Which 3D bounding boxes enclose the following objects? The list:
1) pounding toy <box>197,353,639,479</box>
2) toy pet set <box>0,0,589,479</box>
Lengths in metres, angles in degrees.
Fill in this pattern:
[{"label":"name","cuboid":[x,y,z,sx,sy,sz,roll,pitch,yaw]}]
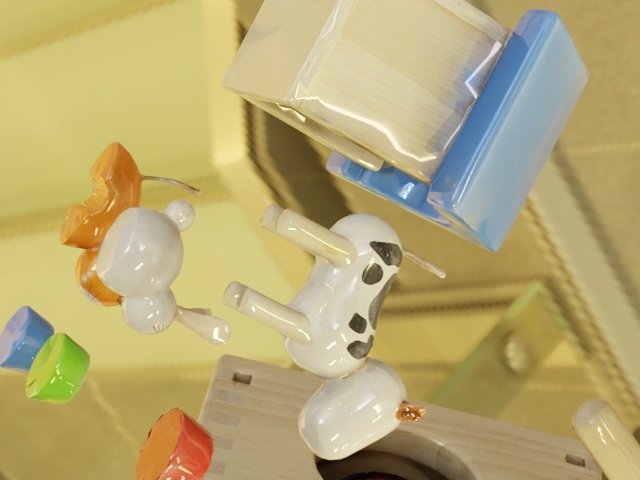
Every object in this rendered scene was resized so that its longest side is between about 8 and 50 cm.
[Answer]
[{"label":"pounding toy","cuboid":[0.056,0.105,0.577,0.206,0.094,0.181,14,115,0]},{"label":"toy pet set","cuboid":[0.000,0.000,0.379,0.065,0.114,0.122,29,177,-24]}]
